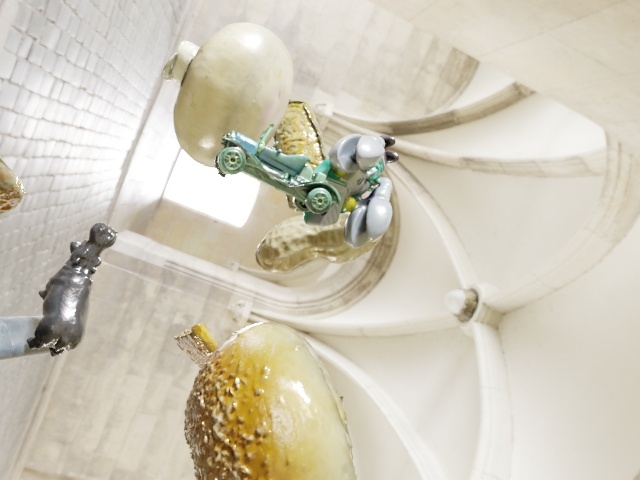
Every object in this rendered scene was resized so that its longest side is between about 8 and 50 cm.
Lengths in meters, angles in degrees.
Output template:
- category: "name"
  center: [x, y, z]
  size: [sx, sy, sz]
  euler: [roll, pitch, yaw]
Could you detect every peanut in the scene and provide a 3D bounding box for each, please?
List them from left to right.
- category: "peanut"
  center: [0.000, 0.000, 1.083]
  size: [0.136, 0.298, 0.120]
  euler: [-98, 171, -48]

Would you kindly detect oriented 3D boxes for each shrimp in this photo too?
- category: "shrimp"
  center: [-0.697, -0.123, 0.988]
  size: [0.154, 0.062, 0.294]
  euler: [-32, 161, -27]

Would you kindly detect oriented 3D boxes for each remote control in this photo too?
- category: "remote control"
  center: [-0.753, 0.228, 1.146]
  size: [0.377, 0.044, 0.107]
  euler: [60, 12, -81]

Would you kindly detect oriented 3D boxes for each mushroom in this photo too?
- category: "mushroom"
  center: [-0.158, -0.250, 0.827]
  size: [0.246, 0.202, 0.246]
  euler: [-55, -177, 4]

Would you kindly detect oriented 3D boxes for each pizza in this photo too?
- category: "pizza"
  center: [-0.242, 0.219, 1.005]
  size: [0.131, 0.178, 0.041]
  euler: [11, -135, 39]

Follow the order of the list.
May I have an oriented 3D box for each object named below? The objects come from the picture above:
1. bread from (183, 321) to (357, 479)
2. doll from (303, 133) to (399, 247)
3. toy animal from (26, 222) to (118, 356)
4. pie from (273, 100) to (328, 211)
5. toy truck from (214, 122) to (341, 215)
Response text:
- category: "bread"
  center: [-0.054, 0.226, 0.544]
  size: [0.192, 0.171, 0.314]
  euler: [113, -36, -50]
- category: "doll"
  center: [0.067, -0.123, 0.888]
  size: [0.153, 0.195, 0.258]
  euler: [4, -119, 42]
- category: "toy animal"
  center: [-0.635, 0.118, 1.263]
  size: [0.168, 0.106, 0.343]
  euler: [-10, -120, 35]
- category: "pie"
  center: [-0.048, -0.205, 1.173]
  size: [0.068, 0.128, 0.282]
  euler: [53, 22, -70]
- category: "toy truck"
  center: [-0.048, -0.089, 0.593]
  size: [0.078, 0.154, 0.080]
  euler: [-67, -162, -1]
